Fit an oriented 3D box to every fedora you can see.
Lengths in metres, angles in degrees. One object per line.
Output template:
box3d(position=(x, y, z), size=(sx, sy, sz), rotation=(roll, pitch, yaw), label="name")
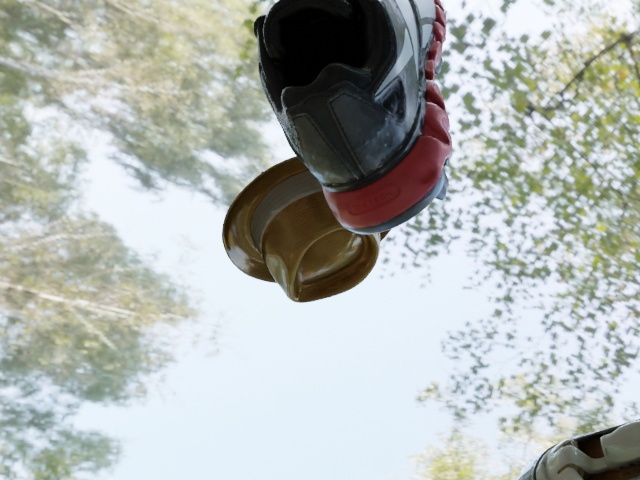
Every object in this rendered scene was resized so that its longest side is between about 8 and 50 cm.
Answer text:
box3d(position=(0.000, 0.000, 0.957), size=(0.194, 0.194, 0.079), rotation=(-35, -132, 24), label="fedora")

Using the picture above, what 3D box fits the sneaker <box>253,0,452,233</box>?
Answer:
box3d(position=(0.022, -0.137, 0.670), size=(0.097, 0.135, 0.276), rotation=(-24, -141, 25), label="sneaker")

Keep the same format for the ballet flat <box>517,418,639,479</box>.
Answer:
box3d(position=(0.262, 0.202, 0.932), size=(0.213, 0.068, 0.072), rotation=(-26, -134, 31), label="ballet flat")
